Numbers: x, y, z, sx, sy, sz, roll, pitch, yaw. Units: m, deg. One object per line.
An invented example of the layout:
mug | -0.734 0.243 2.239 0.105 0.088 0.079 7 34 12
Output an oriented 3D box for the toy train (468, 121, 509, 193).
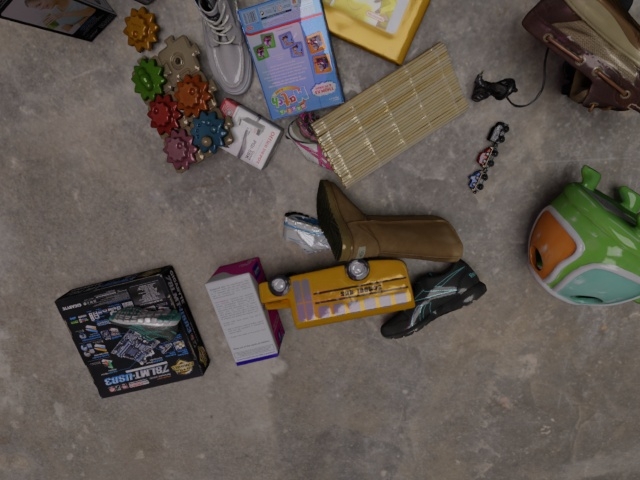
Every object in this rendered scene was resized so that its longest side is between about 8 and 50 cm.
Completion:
toy train | 0.357 -0.177 0.879 0.036 0.027 0.159 18 108 1

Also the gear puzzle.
gear puzzle | -0.311 -0.323 0.837 0.175 0.044 0.339 -23 93 21

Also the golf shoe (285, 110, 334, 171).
golf shoe | 0.009 -0.194 0.885 0.186 0.068 0.086 41 144 -18

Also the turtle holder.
turtle holder | 0.582 0.016 0.843 0.320 0.243 0.228 3 132 -38

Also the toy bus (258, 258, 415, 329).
toy bus | 0.036 0.116 0.924 0.332 0.108 0.130 -13 85 11

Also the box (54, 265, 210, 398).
box | -0.471 0.237 1.041 0.295 0.073 0.294 -15 107 7

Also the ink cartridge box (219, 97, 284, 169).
ink cartridge box | -0.160 -0.228 0.880 0.135 0.056 0.099 28 107 -5

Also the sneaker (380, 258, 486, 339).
sneaker | 0.250 0.142 0.967 0.267 0.101 0.106 -33 81 14

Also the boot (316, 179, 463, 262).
boot | 0.138 -0.039 0.889 0.269 0.236 0.089 -1 138 -19

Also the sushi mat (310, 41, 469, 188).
sushi mat | 0.145 -0.251 0.832 0.316 0.019 0.152 -33 110 -1

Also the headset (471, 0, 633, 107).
headset | 0.493 -0.369 0.776 0.393 0.185 0.244 -30 108 -4

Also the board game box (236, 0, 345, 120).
board game box | -0.053 -0.362 0.808 0.160 0.039 0.212 -9 118 15

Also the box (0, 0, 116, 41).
box | -0.513 -0.464 0.705 0.087 0.290 0.169 -35 103 13

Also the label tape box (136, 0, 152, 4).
label tape box | -0.283 -0.643 0.730 0.333 0.106 0.241 -30 104 12

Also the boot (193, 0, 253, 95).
boot | -0.201 -0.416 0.787 0.095 0.123 0.259 -10 107 7

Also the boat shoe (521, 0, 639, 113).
boat shoe | 0.471 -0.276 0.667 0.341 0.123 0.123 33 140 -17

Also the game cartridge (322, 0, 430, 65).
game cartridge | 0.095 -0.545 0.766 0.285 0.053 0.324 22 109 -4

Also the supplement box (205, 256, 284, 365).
supplement box | -0.175 0.168 0.979 0.113 0.111 0.220 -16 106 8

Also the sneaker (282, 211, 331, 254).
sneaker | 0.000 0.000 0.944 0.190 0.071 0.083 20 114 6

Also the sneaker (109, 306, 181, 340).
sneaker | -0.414 0.203 0.962 0.166 0.065 0.076 6 111 2
